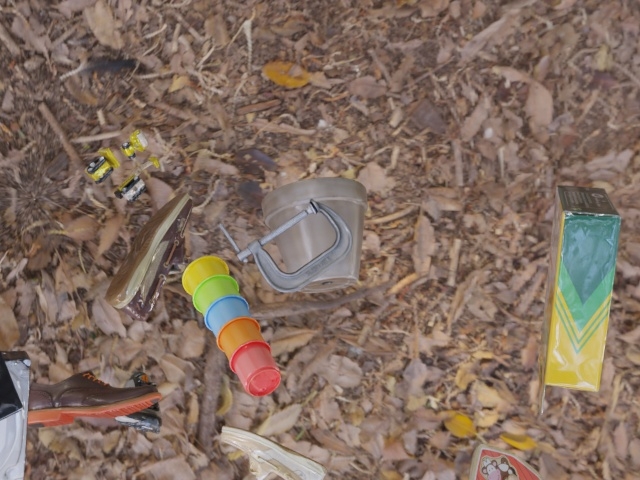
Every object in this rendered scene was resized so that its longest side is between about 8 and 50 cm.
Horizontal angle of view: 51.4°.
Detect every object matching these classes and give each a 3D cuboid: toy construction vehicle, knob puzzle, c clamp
[{"bbox_3d":[-0.277,-0.104,0.935,0.098,0.035,0.086,-52,140,-23],"label":"toy construction vehicle"},{"bbox_3d":[0.310,0.415,1.064,0.213,0.030,0.213,20,48,-24],"label":"knob puzzle"},{"bbox_3d":[-0.042,-0.003,0.933,0.160,0.022,0.137,-29,82,-7],"label":"c clamp"}]

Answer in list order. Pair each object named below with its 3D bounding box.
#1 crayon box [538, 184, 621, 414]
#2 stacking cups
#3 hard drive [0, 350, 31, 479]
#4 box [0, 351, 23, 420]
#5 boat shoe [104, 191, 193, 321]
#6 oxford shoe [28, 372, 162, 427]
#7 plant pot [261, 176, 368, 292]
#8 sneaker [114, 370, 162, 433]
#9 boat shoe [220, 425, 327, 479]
[{"bbox_3d":[0.403,0.091,1.054,0.083,0.203,0.323,6,107,16],"label":"crayon box"},{"bbox_3d":[-0.162,0.145,1.178,0.096,0.316,0.096,-13,125,-20],"label":"stacking cups"},{"bbox_3d":[-0.635,0.298,1.025,0.338,0.064,0.237,3,96,-31],"label":"hard drive"},{"bbox_3d":[-0.436,0.081,0.701,0.103,0.184,0.261,-24,97,-46],"label":"box"},{"bbox_3d":[-0.377,0.037,1.586,0.123,0.123,0.342,42,49,-27],"label":"boat shoe"},{"bbox_3d":[-0.460,0.310,1.346,0.271,0.097,0.098,-6,68,-7],"label":"oxford shoe"},{"bbox_3d":[0.000,0.000,1.986,0.323,0.323,0.281,-2,74,-23],"label":"plant pot"},{"bbox_3d":[-0.430,0.381,1.580,0.100,0.271,0.108,26,83,-25],"label":"sneaker"},{"bbox_3d":[-0.077,0.327,0.981,0.170,0.063,0.059,22,70,9],"label":"boat shoe"}]
